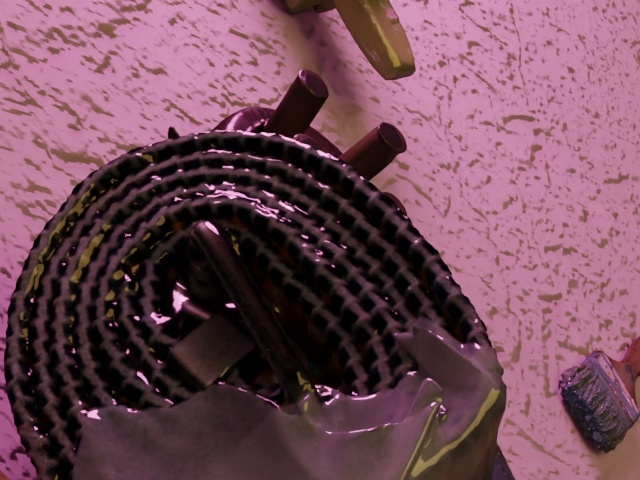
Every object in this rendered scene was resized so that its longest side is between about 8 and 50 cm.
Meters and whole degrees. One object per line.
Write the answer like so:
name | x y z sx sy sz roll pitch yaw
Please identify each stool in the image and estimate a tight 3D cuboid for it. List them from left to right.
stool | 0.000 0.000 1.004 0.217 0.121 0.125 52 31 -2

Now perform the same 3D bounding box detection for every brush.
brush | 0.237 0.106 1.331 0.070 0.021 0.196 59 30 1

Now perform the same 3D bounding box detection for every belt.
belt | -0.032 0.078 0.783 0.257 0.207 0.150 58 -10 34

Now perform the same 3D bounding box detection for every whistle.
whistle | 0.005 -0.213 1.210 0.105 0.085 0.227 -14 75 -56

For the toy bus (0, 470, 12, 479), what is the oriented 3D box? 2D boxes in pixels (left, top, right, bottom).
toy bus | -0.175 0.172 0.648 0.063 0.090 0.203 45 36 -22

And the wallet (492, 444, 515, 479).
wallet | 0.064 0.203 0.972 0.170 0.069 0.231 57 33 -12
